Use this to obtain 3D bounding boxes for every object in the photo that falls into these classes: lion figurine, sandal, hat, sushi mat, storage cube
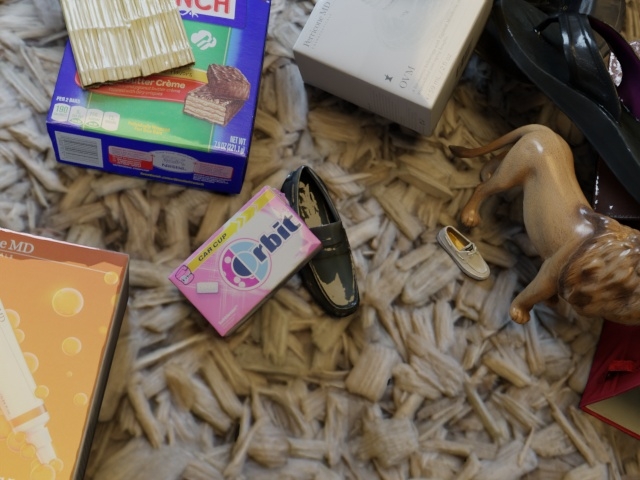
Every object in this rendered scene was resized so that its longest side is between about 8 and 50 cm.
[{"bbox_3d":[0.330,-0.038,1.130,0.142,0.240,0.392,-15,67,-35],"label":"lion figurine"},{"bbox_3d":[0.411,-0.216,1.142,0.168,0.107,0.445,-8,55,-40],"label":"sandal"},{"bbox_3d":[0.336,-0.404,1.354,0.332,0.134,0.331,1,81,-6],"label":"hat"},{"bbox_3d":[-0.284,-0.352,1.112,0.152,0.019,0.316,-14,71,-15],"label":"sushi mat"},{"bbox_3d":[0.515,0.177,1.145,0.215,0.183,0.193,28,64,-2],"label":"storage cube"}]

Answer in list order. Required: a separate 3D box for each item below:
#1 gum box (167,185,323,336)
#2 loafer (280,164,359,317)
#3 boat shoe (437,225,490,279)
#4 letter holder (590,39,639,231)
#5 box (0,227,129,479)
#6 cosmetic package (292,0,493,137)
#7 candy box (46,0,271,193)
[{"bbox_3d":[-0.093,0.026,1.078,0.188,0.062,0.107,-43,83,-3],"label":"gum box"},{"bbox_3d":[0.000,0.000,1.140,0.076,0.078,0.223,-15,73,-19],"label":"loafer"},{"bbox_3d":[0.218,0.017,1.215,0.035,0.035,0.100,-38,81,-25],"label":"boat shoe"},{"bbox_3d":[0.548,-0.142,1.228,0.215,0.152,0.301,2,69,32],"label":"letter holder"},{"bbox_3d":[-0.361,0.177,0.922,0.215,0.168,0.345,12,65,-10],"label":"box"},{"bbox_3d":[0.111,-0.313,1.210,0.225,0.138,0.224,25,83,11],"label":"cosmetic package"},{"bbox_3d":[-0.217,-0.250,1.161,0.268,0.122,0.317,9,65,-8],"label":"candy box"}]
